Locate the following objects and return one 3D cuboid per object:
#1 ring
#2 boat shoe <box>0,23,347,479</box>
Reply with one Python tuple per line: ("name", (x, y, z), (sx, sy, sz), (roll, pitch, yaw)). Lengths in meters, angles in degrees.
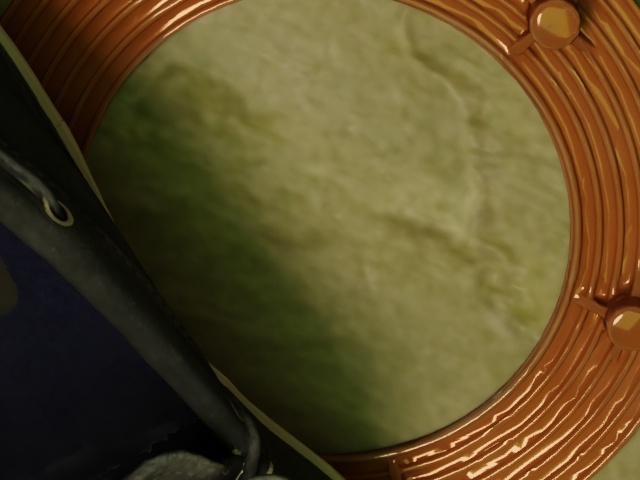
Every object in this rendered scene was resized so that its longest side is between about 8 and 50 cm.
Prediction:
("ring", (0.000, 0.000, 0.801), (0.336, 0.032, 0.336), (1, 109, 4))
("boat shoe", (-0.094, 0.113, 0.754), (0.187, 0.156, 0.500), (-28, 106, 12))
